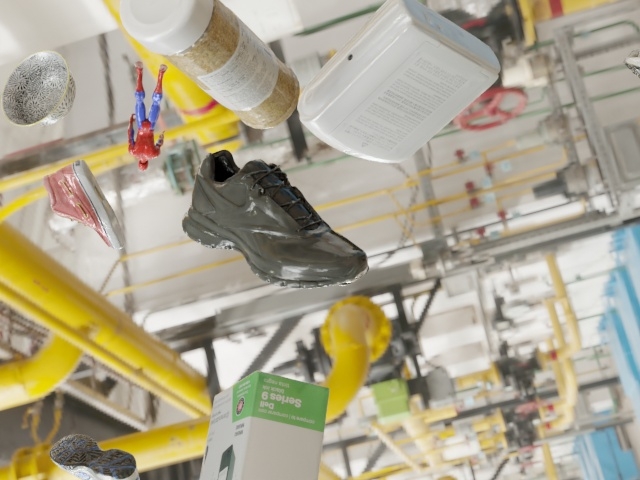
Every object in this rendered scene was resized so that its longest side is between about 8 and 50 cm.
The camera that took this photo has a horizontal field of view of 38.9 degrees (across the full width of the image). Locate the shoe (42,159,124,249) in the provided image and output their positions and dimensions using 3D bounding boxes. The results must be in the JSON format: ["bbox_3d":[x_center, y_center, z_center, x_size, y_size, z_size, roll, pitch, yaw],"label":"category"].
[{"bbox_3d":[-0.419,-0.052,1.606,0.063,0.081,0.178,-106,-6,-65],"label":"shoe"}]

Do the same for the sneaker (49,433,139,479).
[{"bbox_3d":[-0.419,0.422,1.676,0.080,0.211,0.081,-44,-46,-39],"label":"sneaker"}]

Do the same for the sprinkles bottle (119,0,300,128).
[{"bbox_3d":[-0.150,-0.277,1.341,0.355,0.121,0.121,32,-138,-64],"label":"sprinkles bottle"}]

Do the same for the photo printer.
[{"bbox_3d":[0.128,-0.268,1.617,0.256,0.307,0.107,18,-137,-37],"label":"photo printer"}]

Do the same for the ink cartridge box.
[{"bbox_3d":[-0.095,0.357,1.307,0.211,0.121,0.289,140,143,-59],"label":"ink cartridge box"}]

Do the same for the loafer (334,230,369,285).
[{"bbox_3d":[0.000,0.000,1.508,0.220,0.078,0.080,31,-117,-32],"label":"loafer"}]

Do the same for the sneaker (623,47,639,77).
[{"bbox_3d":[0.548,-0.261,1.310,0.100,0.108,0.271,29,180,-21],"label":"sneaker"}]

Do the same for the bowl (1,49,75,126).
[{"bbox_3d":[-0.559,-0.294,1.855,0.080,0.170,0.170,40,-146,-59],"label":"bowl"}]

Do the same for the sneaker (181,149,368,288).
[{"bbox_3d":[-0.062,-0.030,1.143,0.109,0.286,0.130,-21,-53,-53],"label":"sneaker"}]

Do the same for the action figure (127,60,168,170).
[{"bbox_3d":[-0.427,-0.313,2.244,0.139,0.091,0.281,-102,21,-60],"label":"action figure"}]
